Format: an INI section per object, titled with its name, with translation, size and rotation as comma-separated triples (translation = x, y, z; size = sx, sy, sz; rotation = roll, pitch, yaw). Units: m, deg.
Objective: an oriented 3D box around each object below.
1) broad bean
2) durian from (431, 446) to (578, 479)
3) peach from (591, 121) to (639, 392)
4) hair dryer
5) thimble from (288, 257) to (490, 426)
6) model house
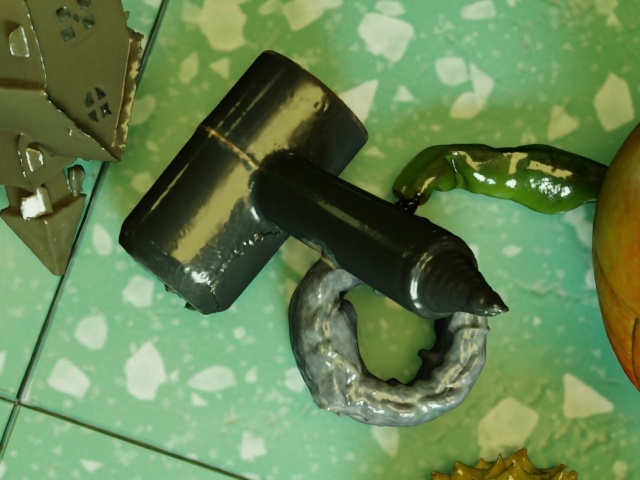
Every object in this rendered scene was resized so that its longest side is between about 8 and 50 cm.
[broad bean]
translation = 0.145, -0.049, 1.072
size = 0.195, 0.046, 0.061
rotation = -5, 75, -9
[durian]
translation = 0.191, 0.266, 0.981
size = 0.305, 0.195, 0.185
rotation = 34, 76, 1
[peach]
translation = 0.320, 0.006, 0.989
size = 0.248, 0.275, 0.245
rotation = 10, 47, 10
[hair dryer]
translation = 0.000, 0.000, 0.923
size = 0.189, 0.352, 0.107
rotation = -51, 125, -5
[thimble]
translation = 0.049, 0.067, 1.028
size = 0.150, 0.098, 0.150
rotation = 1, 84, -6
[model house]
translation = -0.207, -0.092, 1.012
size = 0.181, 0.176, 0.248
rotation = 9, 121, 29
